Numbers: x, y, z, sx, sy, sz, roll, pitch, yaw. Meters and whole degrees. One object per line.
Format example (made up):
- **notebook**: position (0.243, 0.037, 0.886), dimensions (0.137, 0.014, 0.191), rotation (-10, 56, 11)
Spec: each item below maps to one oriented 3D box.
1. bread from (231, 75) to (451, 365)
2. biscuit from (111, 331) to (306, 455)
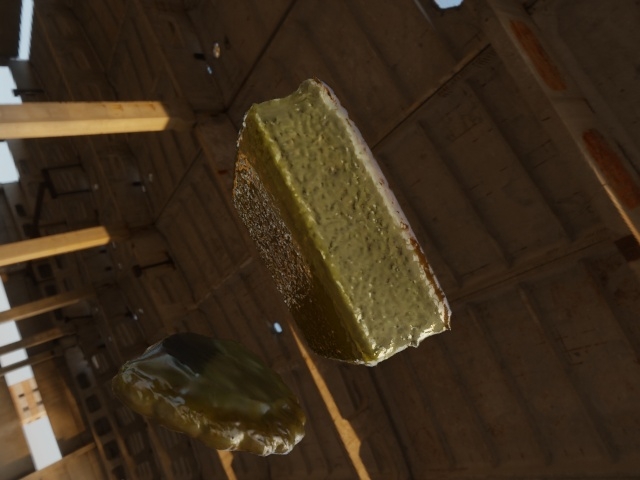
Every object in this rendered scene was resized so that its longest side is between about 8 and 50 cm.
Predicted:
- **bread**: position (0.000, 0.000, 0.613), dimensions (0.333, 0.143, 0.323), rotation (63, -16, 3)
- **biscuit**: position (-0.178, 0.240, 0.753), dimensions (0.078, 0.329, 0.335), rotation (-62, -161, 2)
